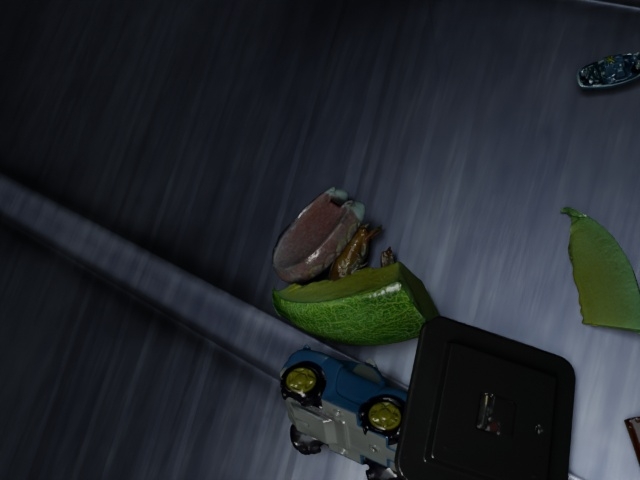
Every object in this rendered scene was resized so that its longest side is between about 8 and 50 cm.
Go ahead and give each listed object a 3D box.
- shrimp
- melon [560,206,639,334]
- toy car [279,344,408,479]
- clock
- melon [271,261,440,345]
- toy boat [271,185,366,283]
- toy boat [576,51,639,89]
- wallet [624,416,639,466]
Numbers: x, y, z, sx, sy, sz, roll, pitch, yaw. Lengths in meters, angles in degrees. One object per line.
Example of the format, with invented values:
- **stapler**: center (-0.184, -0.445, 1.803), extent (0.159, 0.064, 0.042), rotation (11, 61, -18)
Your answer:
- **shrimp**: center (0.090, 0.054, 1.277), extent (0.132, 0.051, 0.187), rotation (18, 87, 16)
- **melon**: center (0.482, 0.052, 1.112), extent (0.114, 0.053, 0.262), rotation (-31, 57, 32)
- **toy car**: center (0.070, 0.301, 1.128), extent (0.314, 0.198, 0.166), rotation (17, 48, 26)
- **clock**: center (0.270, 0.278, 1.007), extent (0.273, 0.049, 0.279), rotation (18, 62, -4)
- **melon**: center (0.047, 0.131, 1.198), extent (0.323, 0.196, 0.124), rotation (-12, 54, 27)
- **toy boat**: center (0.000, 0.000, 1.311), extent (0.227, 0.085, 0.155), rotation (-47, 37, 0)
- **toy boat**: center (0.552, -0.320, 1.192), extent (0.137, 0.061, 0.060), rotation (-6, 69, 21)
- **wallet**: center (0.564, 0.382, 0.953), extent (0.137, 0.031, 0.255), rotation (-17, 66, 18)
